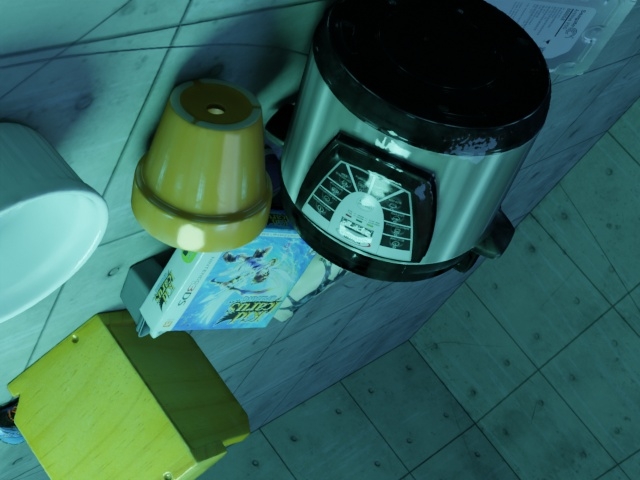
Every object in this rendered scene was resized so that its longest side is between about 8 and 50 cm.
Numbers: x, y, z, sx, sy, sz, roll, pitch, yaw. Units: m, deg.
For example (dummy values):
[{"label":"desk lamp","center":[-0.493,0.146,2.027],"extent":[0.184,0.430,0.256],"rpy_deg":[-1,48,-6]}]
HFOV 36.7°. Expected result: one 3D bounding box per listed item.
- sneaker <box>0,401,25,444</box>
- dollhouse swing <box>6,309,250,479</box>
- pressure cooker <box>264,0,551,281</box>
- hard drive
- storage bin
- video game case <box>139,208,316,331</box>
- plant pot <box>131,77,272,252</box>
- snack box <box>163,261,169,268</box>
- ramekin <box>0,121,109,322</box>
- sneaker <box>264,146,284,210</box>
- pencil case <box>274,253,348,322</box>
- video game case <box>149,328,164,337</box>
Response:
[{"label":"sneaker","center":[-0.572,0.332,1.922],"extent":[0.221,0.083,0.087],"rpy_deg":[-23,145,-59]},{"label":"dollhouse swing","center":[-0.362,0.351,1.915],"extent":[0.315,0.347,0.305],"rpy_deg":[-39,165,0]},{"label":"pressure cooker","center":[0.131,-0.140,1.512],"extent":[0.375,0.370,0.420],"rpy_deg":[-6,143,-22]},{"label":"hard drive","center":[0.340,-0.384,1.637],"extent":[0.339,0.064,0.237],"rpy_deg":[2,151,-15]},{"label":"storage bin","center":[-0.312,0.097,1.788],"extent":[0.098,0.091,0.135],"rpy_deg":[-28,162,-36]},{"label":"video game case","center":[-0.144,0.053,1.675],"extent":[0.269,0.061,0.244],"rpy_deg":[3,131,-47]},{"label":"plant pot","center":[-0.161,-0.119,1.377],"extent":[0.205,0.205,0.188],"rpy_deg":[-26,144,-38]},{"label":"snack box","center":[-0.279,0.072,1.889],"extent":[0.141,0.037,0.100],"rpy_deg":[-45,164,21]},{"label":"ramekin","center":[-0.411,-0.016,1.175],"extent":[0.277,0.135,0.277],"rpy_deg":[-36,165,-11]},{"label":"sneaker","center":[-0.142,-0.030,1.750],"extent":[0.107,0.124,0.283],"rpy_deg":[-19,155,-49]},{"label":"pencil case","center":[0.000,0.000,2.061],"extent":[0.410,0.183,0.160],"rpy_deg":[-39,160,9]},{"label":"video game case","center":[-0.239,0.108,1.777],"extent":[0.157,0.019,0.143],"rpy_deg":[-30,162,-30]}]
